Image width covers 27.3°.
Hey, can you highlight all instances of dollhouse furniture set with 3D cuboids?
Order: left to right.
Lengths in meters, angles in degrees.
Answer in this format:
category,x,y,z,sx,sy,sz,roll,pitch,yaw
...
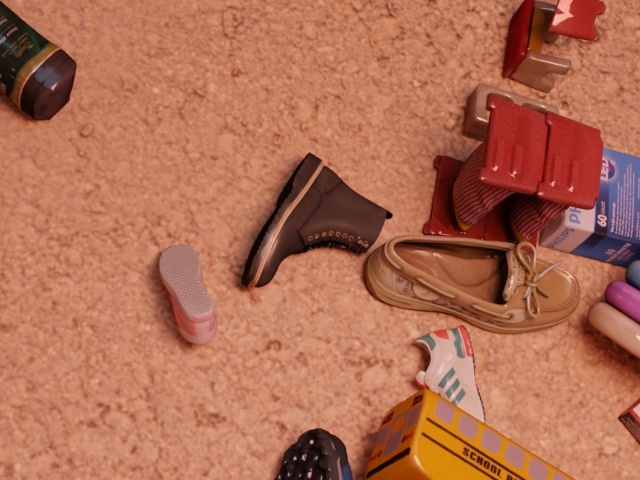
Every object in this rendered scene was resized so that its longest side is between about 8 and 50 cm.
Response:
category,x,y,z,sx,sy,sz,roll,pitch,yaw
dollhouse furniture set,0.257,-0.182,1.691,0.152,0.201,0.374,15,65,-11

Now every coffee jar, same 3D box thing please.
category,x,y,z,sx,sy,sz,roll,pitch,yaw
coffee jar,-0.377,-0.227,1.572,0.184,0.096,0.079,38,65,2

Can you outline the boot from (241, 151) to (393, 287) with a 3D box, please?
category,x,y,z,sx,sy,sz,roll,pitch,yaw
boot,0.000,0.000,1.609,0.137,0.077,0.198,33,63,-8

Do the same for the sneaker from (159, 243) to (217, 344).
category,x,y,z,sx,sy,sz,roll,pitch,yaw
sneaker,-0.156,0.068,1.547,0.051,0.070,0.134,-14,43,-13

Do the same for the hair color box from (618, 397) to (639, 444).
category,x,y,z,sx,sy,sz,roll,pitch,yaw
hair color box,0.454,0.208,1.674,0.141,0.043,0.072,-35,82,-26

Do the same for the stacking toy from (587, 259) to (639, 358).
category,x,y,z,sx,sy,sz,roll,pitch,yaw
stacking toy,0.476,0.000,1.632,0.141,0.141,0.330,32,96,-2

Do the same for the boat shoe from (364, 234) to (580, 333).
category,x,y,z,sx,sy,sz,roll,pitch,yaw
boat shoe,0.201,0.050,1.636,0.285,0.089,0.104,6,66,-15

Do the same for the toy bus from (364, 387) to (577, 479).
category,x,y,z,sx,sy,sz,roll,pitch,yaw
toy bus,0.214,0.312,1.495,0.333,0.108,0.130,32,49,-14

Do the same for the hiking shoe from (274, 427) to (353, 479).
category,x,y,z,sx,sy,sz,roll,pitch,yaw
hiking shoe,0.028,0.359,1.461,0.132,0.113,0.304,19,51,-43

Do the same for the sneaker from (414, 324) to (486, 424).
category,x,y,z,sx,sy,sz,roll,pitch,yaw
sneaker,0.153,0.184,1.592,0.075,0.057,0.161,-7,70,-2

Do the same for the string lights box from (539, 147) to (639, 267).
category,x,y,z,sx,sy,sz,roll,pitch,yaw
string lights box,0.428,-0.034,1.751,0.260,0.077,0.133,14,64,-11
